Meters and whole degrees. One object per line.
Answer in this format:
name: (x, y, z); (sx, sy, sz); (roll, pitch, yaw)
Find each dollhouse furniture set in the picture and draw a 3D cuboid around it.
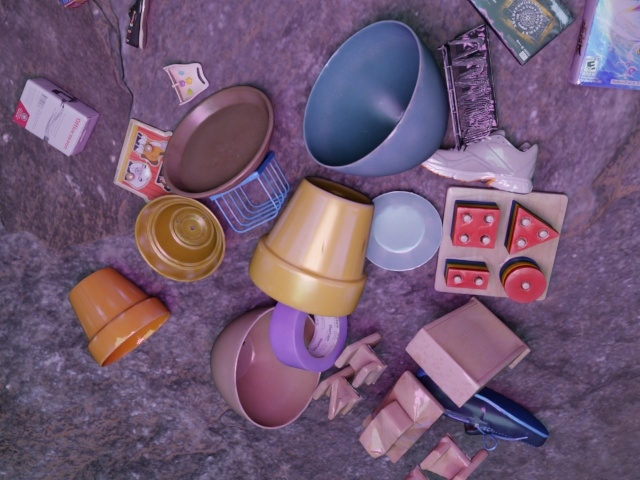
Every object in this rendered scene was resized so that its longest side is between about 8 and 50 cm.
dollhouse furniture set: (0.248, 0.346, 1.185); (0.362, 0.257, 0.394); (47, 126, 26)

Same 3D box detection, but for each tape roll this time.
tape roll: (-0.025, 0.207, 1.208); (0.080, 0.189, 0.188); (-1, 115, 42)

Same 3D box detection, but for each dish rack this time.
dish rack: (0.278, -0.282, 0.958); (0.074, 0.271, 0.208); (-7, 110, 24)

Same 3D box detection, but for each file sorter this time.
file sorter: (-0.144, -0.106, 1.131); (0.118, 0.170, 0.104); (-25, 108, 16)

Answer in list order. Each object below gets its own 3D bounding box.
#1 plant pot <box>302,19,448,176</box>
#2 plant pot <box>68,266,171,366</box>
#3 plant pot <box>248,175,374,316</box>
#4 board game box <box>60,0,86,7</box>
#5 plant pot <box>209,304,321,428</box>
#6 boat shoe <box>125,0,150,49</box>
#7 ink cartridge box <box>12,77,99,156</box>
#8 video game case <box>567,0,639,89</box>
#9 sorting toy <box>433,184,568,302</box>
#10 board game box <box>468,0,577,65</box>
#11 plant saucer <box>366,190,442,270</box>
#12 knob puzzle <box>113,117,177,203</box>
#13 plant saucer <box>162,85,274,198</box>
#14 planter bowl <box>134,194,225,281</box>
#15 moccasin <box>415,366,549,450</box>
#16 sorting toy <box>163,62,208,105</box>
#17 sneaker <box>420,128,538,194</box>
plant pot: (0.134, -0.243, 1.009); (0.196, 0.290, 0.290); (21, 118, -40)
plant pot: (-0.516, 0.176, 1.289); (0.205, 0.205, 0.188); (-42, 86, 20)
plant pot: (0.000, 0.000, 1.117); (0.254, 0.254, 0.238); (21, 105, -1)
board game box: (-0.474, -0.588, 1.052); (0.194, 0.045, 0.146); (-18, 107, 14)
plant pot: (-0.158, 0.293, 1.261); (0.191, 0.284, 0.283); (-1, 115, 42)
boat shoe: (-0.383, -0.473, 1.083); (0.042, 0.048, 0.132); (15, 117, -7)
ink cartridge box: (-0.602, -0.281, 1.180); (0.151, 0.063, 0.109); (34, 112, -6)
video game case: (0.636, -0.407, 0.965); (0.270, 0.061, 0.244); (6, 111, 6)
sorting toy: (0.399, 0.019, 1.149); (0.256, 0.089, 0.256); (5, 112, 6)
board game box: (0.385, -0.453, 0.999); (0.126, 0.026, 0.186); (-40, 101, 19)
plant saucer: (0.180, -0.024, 1.189); (0.195, 0.037, 0.194); (3, 111, 7)
knob puzzle: (-0.381, -0.167, 1.213); (0.214, 0.030, 0.212); (3, 111, 6)
plant saucer: (-0.210, -0.202, 1.080); (0.278, 0.277, 0.041); (-24, 144, 16)
planter bowl: (-0.319, -0.017, 1.231); (0.218, 0.090, 0.216); (3, 112, 7)
moccasin: (0.389, 0.429, 1.299); (0.342, 0.138, 0.116); (26, 99, 11)
sorting toy: (-0.286, -0.348, 1.125); (0.075, 0.045, 0.083); (-19, 107, 7)
sneaker: (0.328, -0.182, 1.087); (0.263, 0.099, 0.120); (11, 105, -5)
